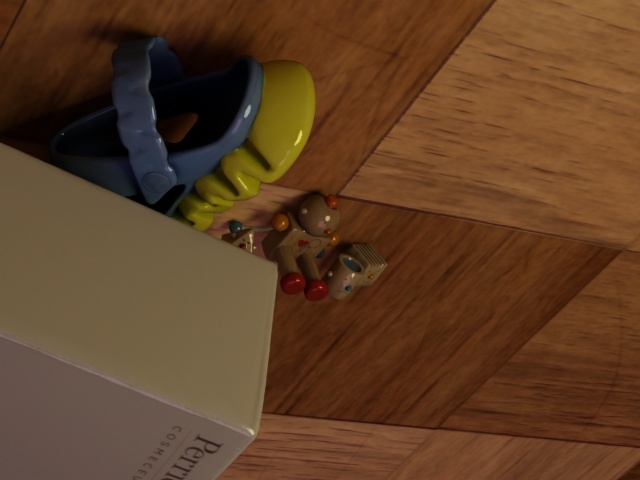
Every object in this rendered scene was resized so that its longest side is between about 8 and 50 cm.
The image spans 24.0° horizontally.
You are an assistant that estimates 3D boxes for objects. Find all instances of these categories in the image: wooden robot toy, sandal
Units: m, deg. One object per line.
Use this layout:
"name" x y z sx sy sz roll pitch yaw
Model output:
"wooden robot toy" 0.000 0.000 1.271 0.173 0.076 0.079 16 123 -38
"sandal" -0.144 -0.045 1.120 0.138 0.126 0.317 27 126 -25

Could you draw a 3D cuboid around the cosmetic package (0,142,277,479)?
"cosmetic package" -0.282 0.050 1.027 0.453 0.161 0.230 24 132 -17
